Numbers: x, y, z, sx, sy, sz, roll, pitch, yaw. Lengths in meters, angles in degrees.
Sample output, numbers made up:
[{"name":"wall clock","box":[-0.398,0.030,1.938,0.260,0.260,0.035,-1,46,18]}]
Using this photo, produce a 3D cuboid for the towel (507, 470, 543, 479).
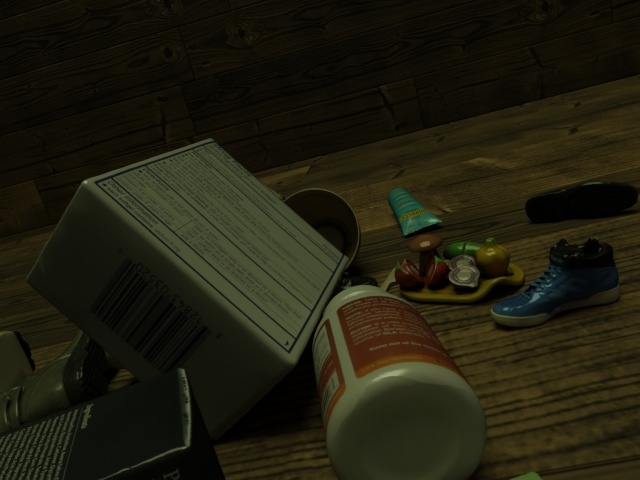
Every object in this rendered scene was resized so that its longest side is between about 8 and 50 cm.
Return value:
[{"name":"towel","box":[0.103,0.210,0.317,0.152,0.023,0.113,-16,18,-10]}]

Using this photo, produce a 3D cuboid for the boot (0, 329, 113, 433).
[{"name":"boot","box":[-0.380,0.191,0.724,0.161,0.083,0.246,-23,15,-8]}]

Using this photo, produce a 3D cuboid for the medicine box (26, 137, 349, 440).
[{"name":"medicine box","box":[-0.130,0.033,0.632,0.149,0.263,0.289,-47,3,23]}]

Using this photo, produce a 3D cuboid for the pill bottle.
[{"name":"pill bottle","box":[0.056,0.120,0.473,0.121,0.121,0.216,-15,16,0]}]

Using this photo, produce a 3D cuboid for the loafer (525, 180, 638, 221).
[{"name":"loafer","box":[0.441,-0.072,0.881,0.170,0.062,0.061,-4,15,32]}]

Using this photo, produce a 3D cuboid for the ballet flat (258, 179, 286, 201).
[{"name":"ballet flat","box":[-0.202,-0.047,1.165,0.164,0.182,0.483,-4,19,38]}]

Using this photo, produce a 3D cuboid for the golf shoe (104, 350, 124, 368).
[{"name":"golf shoe","box":[-0.162,0.111,0.776,0.140,0.115,0.306,14,30,28]}]

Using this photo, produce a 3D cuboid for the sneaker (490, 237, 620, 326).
[{"name":"sneaker","box":[0.268,0.043,0.602,0.152,0.084,0.058,-15,16,3]}]

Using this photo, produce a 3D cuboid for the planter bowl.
[{"name":"planter bowl","box":[0.000,0.000,0.913,0.162,0.162,0.109,-11,-11,14]}]

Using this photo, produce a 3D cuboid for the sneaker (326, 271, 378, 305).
[{"name":"sneaker","box":[-0.002,0.055,0.803,0.170,0.089,0.051,-12,16,11]}]

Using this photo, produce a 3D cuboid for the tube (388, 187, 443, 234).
[{"name":"tube","box":[0.191,-0.059,1.103,0.080,0.052,0.207,-24,22,3]}]

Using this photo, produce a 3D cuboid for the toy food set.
[{"name":"toy food set","box":[0.176,0.032,0.750,0.218,0.071,0.128,-4,19,35]}]

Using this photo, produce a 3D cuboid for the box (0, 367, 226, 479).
[{"name":"box","box":[-0.162,0.202,0.337,0.207,0.153,0.108,-19,17,-12]}]

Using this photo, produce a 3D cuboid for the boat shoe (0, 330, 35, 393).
[{"name":"boat shoe","box":[-0.534,0.234,0.669,0.158,0.127,0.340,-20,7,6]}]
